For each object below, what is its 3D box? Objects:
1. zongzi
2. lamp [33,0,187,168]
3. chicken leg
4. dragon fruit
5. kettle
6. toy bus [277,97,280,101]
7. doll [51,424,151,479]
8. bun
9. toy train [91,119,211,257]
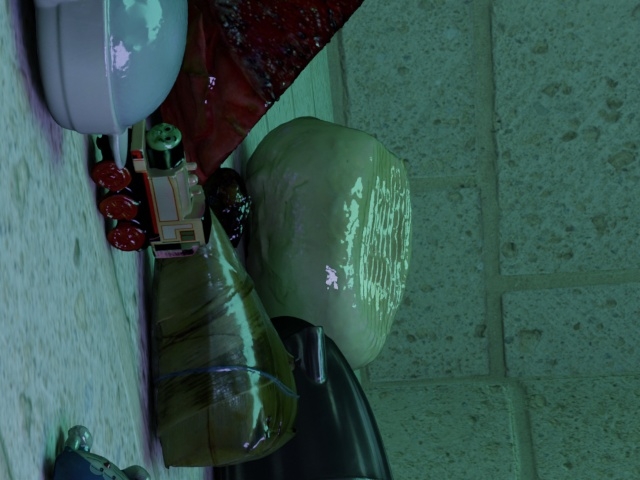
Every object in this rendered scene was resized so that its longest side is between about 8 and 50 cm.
[{"bbox_3d":[-0.097,0.080,1.641,0.251,0.125,0.274,46,35,-81],"label":"zongzi"},{"bbox_3d":[-0.152,-0.181,1.207,0.246,0.108,0.179,81,4,-50],"label":"lamp"},{"bbox_3d":[-0.113,-0.059,1.803,0.253,0.051,0.106,-110,-148,-59],"label":"chicken leg"},{"bbox_3d":[-0.106,-0.175,1.666,0.205,0.152,0.317,-47,-175,32],"label":"dragon fruit"},{"bbox_3d":[-0.024,0.223,1.973,0.251,0.207,0.271,59,20,-66],"label":"kettle"},{"bbox_3d":[-0.086,-0.264,2.166,0.087,0.089,0.194,83,6,-54],"label":"toy bus"},{"bbox_3d":[-0.156,0.172,1.187,0.050,0.076,0.083,-59,-177,1],"label":"doll"},{"bbox_3d":[0.000,0.000,2.347,0.361,0.213,0.361,1,90,-69],"label":"bun"},{"bbox_3d":[-0.139,-0.044,1.391,0.138,0.087,0.050,83,3,-46],"label":"toy train"}]
